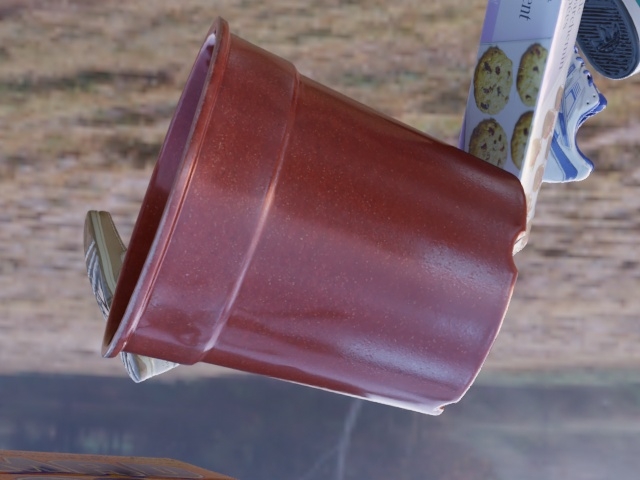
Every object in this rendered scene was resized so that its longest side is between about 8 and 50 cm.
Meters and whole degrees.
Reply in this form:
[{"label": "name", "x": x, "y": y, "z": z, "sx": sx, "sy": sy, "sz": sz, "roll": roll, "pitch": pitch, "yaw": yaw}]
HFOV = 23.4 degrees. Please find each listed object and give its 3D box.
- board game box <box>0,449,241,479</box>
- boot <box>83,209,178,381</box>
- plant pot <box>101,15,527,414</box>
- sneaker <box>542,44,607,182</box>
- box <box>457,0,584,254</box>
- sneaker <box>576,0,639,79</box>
[{"label": "board game box", "x": -0.237, "y": 0.422, "z": 1.605, "sx": 0.356, "sy": 0.356, "sz": 0.356, "roll": 10, "pitch": 177, "yaw": -39}, {"label": "boot", "x": -0.213, "y": 0.056, "z": 2.196, "sx": 0.203, "sy": 0.262, "sz": 0.095, "roll": -16, "pitch": 155, "yaw": -21}, {"label": "plant pot", "x": 0.000, "y": 0.000, "z": 1.195, "sx": 0.265, "sy": 0.272, "sz": 0.272, "roll": 19, "pitch": 170, "yaw": -11}, {"label": "sneaker", "x": 0.345, "y": -0.227, "z": 2.200, "sx": 0.131, "sy": 0.296, "sz": 0.112, "roll": 5, "pitch": -174, "yaw": 12}, {"label": "box", "x": 0.164, "y": -0.137, "z": 1.271, "sx": 0.067, "sy": 0.324, "sz": 0.063, "roll": 22, "pitch": -151, "yaw": 22}, {"label": "sneaker", "x": 0.344, "y": -0.338, "z": 1.748, "sx": 0.178, "sy": 0.295, "sz": 0.124, "roll": -19, "pitch": 177, "yaw": -36}]
